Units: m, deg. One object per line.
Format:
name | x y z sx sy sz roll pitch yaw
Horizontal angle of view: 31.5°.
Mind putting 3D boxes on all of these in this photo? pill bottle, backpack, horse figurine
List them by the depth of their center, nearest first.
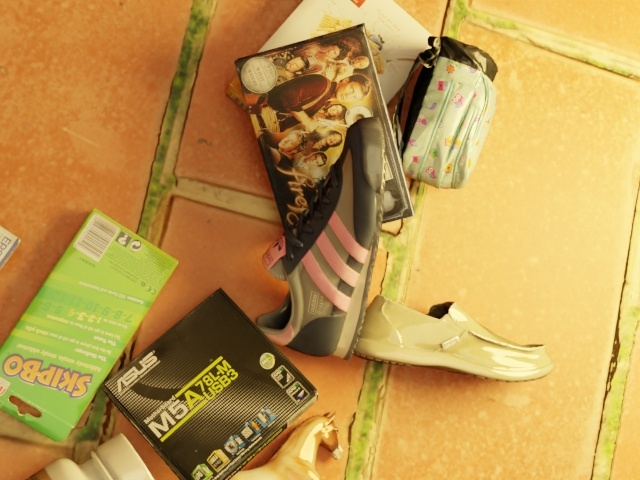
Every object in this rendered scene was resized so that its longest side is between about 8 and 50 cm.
pill bottle | -0.296 0.323 1.283 0.229 0.131 0.131 -33 92 -16
horse figurine | -0.073 0.329 1.374 0.263 0.066 0.174 -17 88 -16
backpack | 0.162 -0.158 1.454 0.115 0.152 0.182 19 93 15

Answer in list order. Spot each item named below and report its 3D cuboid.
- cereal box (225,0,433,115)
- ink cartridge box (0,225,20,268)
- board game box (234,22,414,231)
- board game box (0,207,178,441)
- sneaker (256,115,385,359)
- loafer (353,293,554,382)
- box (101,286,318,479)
cereal box | 0.016 -0.226 1.475 0.173 0.047 0.240 40 76 -7
ink cartridge box | -0.503 0.025 1.311 0.224 0.045 0.223 36 76 -9
board game box | 0.007 -0.128 1.401 0.165 0.042 0.243 -15 103 8
board game box | -0.292 0.102 1.362 0.124 0.039 0.259 33 74 -8
sneaker | 0.000 0.000 1.353 0.131 0.112 0.319 7 113 -5
loafer | 0.174 0.124 1.445 0.269 0.102 0.092 9 87 -13
box | -0.131 0.183 1.360 0.191 0.045 0.184 -40 75 -15
